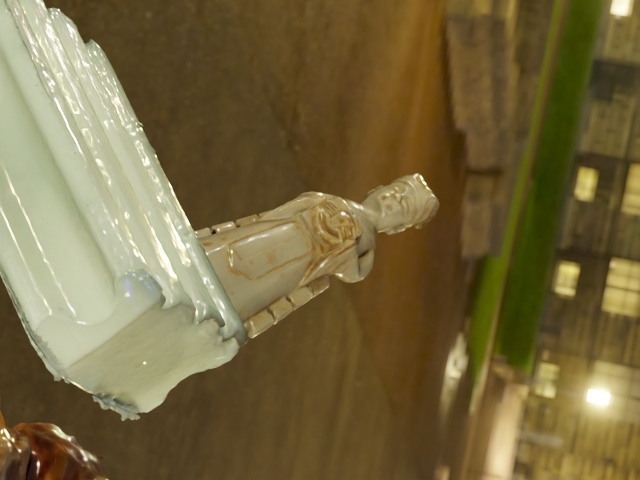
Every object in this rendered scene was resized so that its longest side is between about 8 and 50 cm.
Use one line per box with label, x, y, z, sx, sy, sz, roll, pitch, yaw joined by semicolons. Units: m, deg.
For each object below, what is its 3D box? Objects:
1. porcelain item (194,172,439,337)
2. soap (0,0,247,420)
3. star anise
porcelain item;0.000;0.000;0.962;0.213;0.084;0.054;-23;165;-33
soap;-0.154;-0.027;0.850;0.261;0.094;0.150;62;10;25
star anise;-0.317;0.198;1.327;0.109;0.292;0.349;-62;-163;-8
